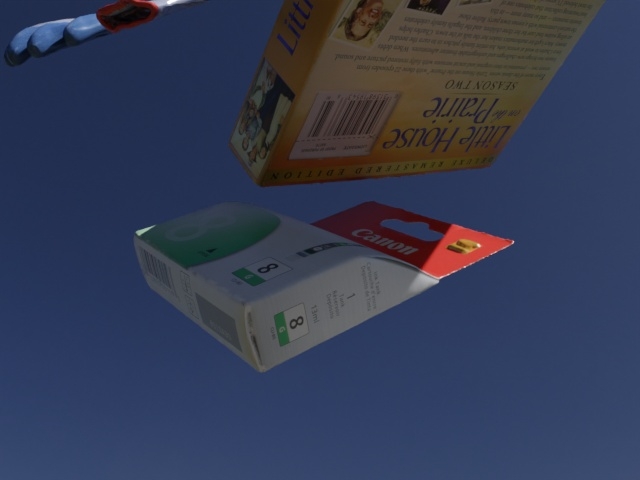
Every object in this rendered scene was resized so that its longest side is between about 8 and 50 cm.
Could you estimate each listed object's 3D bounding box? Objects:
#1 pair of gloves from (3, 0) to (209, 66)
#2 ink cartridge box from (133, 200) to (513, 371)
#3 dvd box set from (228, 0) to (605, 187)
[{"bbox_3d":[-0.109,-0.153,0.469,0.198,0.159,0.023,-1,-63,38],"label":"pair of gloves"},{"bbox_3d":[0.000,0.000,0.540,0.224,0.181,0.056,-24,-64,-28],"label":"ink cartridge box"},{"bbox_3d":[0.132,-0.223,0.549,0.307,0.062,0.421,-9,-39,-39],"label":"dvd box set"}]
